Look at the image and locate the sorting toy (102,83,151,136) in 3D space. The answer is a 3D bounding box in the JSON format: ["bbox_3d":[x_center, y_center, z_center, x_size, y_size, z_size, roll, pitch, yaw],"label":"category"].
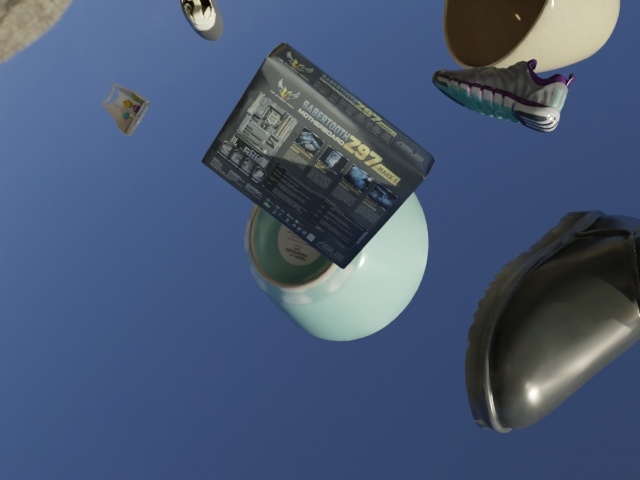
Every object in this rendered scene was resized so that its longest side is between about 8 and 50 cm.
[{"bbox_3d":[-0.356,-0.247,1.541,0.083,0.075,0.045,-52,-170,28],"label":"sorting toy"}]

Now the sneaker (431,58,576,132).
[{"bbox_3d":[0.288,-0.248,1.337,0.224,0.083,0.098,27,-93,30],"label":"sneaker"}]

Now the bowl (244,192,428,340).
[{"bbox_3d":[0.000,0.000,1.366,0.312,0.163,0.311,-7,-104,29],"label":"bowl"}]

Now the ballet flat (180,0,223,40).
[{"bbox_3d":[-0.240,-0.460,1.608,0.074,0.203,0.074,-11,-141,9],"label":"ballet flat"}]

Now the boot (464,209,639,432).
[{"bbox_3d":[0.409,0.071,0.830,0.445,0.146,0.367,1,-146,40],"label":"boot"}]

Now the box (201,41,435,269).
[{"bbox_3d":[-0.007,-0.098,1.030,0.183,0.233,0.059,-51,-176,39],"label":"box"}]

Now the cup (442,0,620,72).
[{"bbox_3d":[0.429,-0.460,1.628,0.331,0.237,0.331,-30,-125,55],"label":"cup"}]
